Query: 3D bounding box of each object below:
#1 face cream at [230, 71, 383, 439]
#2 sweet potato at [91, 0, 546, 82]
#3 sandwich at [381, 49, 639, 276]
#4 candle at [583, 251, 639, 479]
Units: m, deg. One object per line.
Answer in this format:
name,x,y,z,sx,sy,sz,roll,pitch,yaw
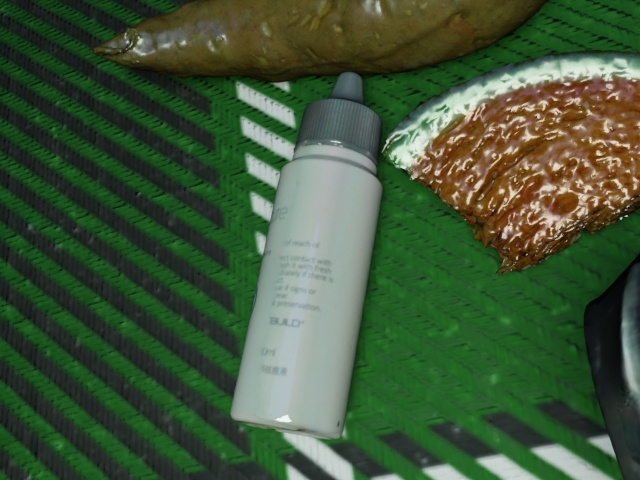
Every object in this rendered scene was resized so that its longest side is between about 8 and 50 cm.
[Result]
face cream,0.000,0.000,0.613,0.092,0.092,0.311,5,74,19
sweet potato,0.009,-0.204,0.663,0.423,0.130,0.130,-7,69,15
sandwich,0.184,-0.072,0.598,0.235,0.079,0.159,-29,75,9
candle,0.314,0.067,0.325,0.343,0.221,0.221,-19,65,29
